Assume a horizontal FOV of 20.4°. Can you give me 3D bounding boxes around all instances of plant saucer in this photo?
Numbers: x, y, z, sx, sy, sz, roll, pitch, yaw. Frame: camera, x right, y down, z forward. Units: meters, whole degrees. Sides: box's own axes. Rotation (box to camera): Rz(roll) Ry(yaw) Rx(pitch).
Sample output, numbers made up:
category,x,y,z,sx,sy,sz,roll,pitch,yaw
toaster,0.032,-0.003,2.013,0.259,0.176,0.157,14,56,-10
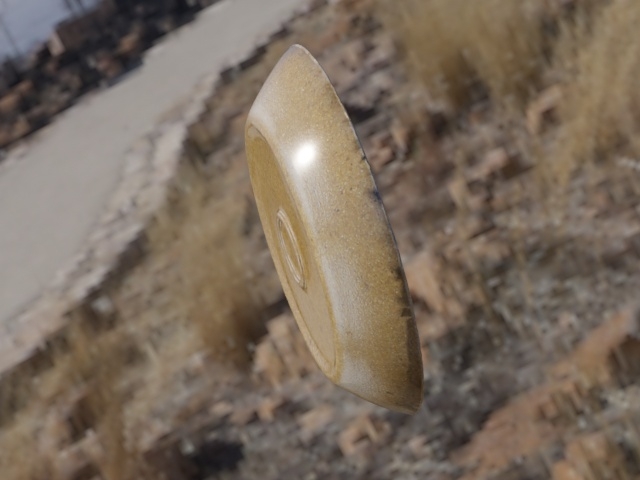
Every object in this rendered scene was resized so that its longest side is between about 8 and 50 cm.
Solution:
category,x,y,z,sx,sy,sz,roll,pitch,yaw
plant saucer,0.000,0.000,0.382,0.015,0.083,0.083,-18,10,-9
